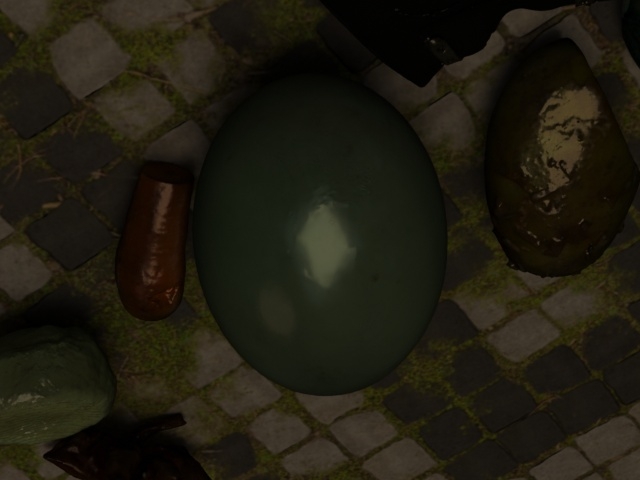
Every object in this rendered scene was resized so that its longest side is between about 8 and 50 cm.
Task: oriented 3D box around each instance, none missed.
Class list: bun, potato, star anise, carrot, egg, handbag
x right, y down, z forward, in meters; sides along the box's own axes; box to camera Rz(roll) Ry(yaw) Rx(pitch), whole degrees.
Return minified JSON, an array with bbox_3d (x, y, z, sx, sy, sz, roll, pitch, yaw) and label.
[{"bbox_3d":[-0.345,0.169,1.706,0.195,0.118,0.195,-17,159,-7],"label":"bun"},{"bbox_3d":[0.274,-0.087,1.618,0.176,0.141,0.298,-12,128,-12],"label":"potato"},{"bbox_3d":[-0.254,0.287,1.822,0.196,0.111,0.212,-20,160,29],"label":"star anise"},{"bbox_3d":[-0.193,0.003,1.643,0.087,0.087,0.193,0,124,-10],"label":"carrot"},{"bbox_3d":[0.000,0.000,1.549,0.276,0.276,0.388,-9,125,-3],"label":"egg"},{"bbox_3d":[0.154,-0.303,1.445,0.342,0.152,0.288,-22,138,11],"label":"handbag"}]

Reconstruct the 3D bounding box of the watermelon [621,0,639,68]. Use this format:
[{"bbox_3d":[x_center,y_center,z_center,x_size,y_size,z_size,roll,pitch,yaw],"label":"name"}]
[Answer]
[{"bbox_3d":[0.449,-0.235,1.548,0.224,0.180,0.305,27,135,26],"label":"watermelon"}]
